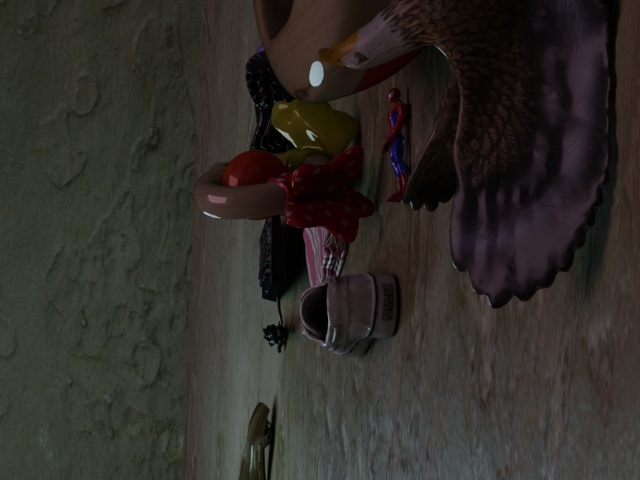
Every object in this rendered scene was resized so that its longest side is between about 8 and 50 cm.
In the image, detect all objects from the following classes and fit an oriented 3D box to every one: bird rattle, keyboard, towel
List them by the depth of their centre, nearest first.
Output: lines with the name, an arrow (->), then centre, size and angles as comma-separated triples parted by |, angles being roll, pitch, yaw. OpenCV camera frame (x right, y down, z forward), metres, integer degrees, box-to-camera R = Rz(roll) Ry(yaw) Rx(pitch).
bird rattle -> -0.041, -0.058, 1.937 | 0.253, 0.207, 0.143 | -87, -15, -64
towel -> 0.000, 0.000, 2.138 | 0.197, 0.029, 0.144 | 107, 163, -57
keyboard -> -0.070, 0.058, 2.434 | 0.317, 0.033, 0.201 | 118, 147, -83

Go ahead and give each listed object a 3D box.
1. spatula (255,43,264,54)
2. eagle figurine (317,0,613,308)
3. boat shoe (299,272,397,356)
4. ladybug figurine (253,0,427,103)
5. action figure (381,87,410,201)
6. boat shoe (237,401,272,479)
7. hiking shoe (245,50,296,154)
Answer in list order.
spatula -> -0.062, -0.327, 2.556 | 0.296, 0.030, 0.084 | 111, 158, -61
eagle figurine -> 0.111, -0.138, 1.195 | 0.226, 0.225, 0.298 | -46, -60, -40
boat shoe -> 0.018, 0.074, 1.852 | 0.258, 0.084, 0.095 | 129, 141, -74
ladybug figurine -> 0.037, -0.280, 1.576 | 0.449, 0.162, 0.305 | -179, 89, -79
action figure -> 0.076, -0.098, 1.724 | 0.038, 0.030, 0.115 | 113, 159, -77
boat shoe -> -0.092, 0.317, 2.599 | 0.056, 0.048, 0.153 | -79, 1, -72
hiking shoe -> -0.049, -0.163, 2.361 | 0.114, 0.086, 0.227 | -54, -34, -62
